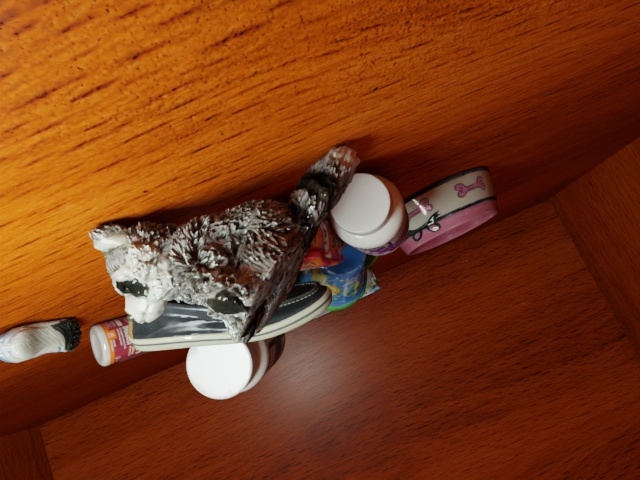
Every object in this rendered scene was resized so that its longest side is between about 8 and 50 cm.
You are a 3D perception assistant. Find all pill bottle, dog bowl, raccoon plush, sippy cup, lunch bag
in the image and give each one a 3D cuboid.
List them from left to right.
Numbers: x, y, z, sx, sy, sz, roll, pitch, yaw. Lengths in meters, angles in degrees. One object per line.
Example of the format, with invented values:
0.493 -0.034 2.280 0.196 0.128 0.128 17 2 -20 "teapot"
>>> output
-0.538 0.274 1.370 0.221 0.121 0.121 -14 164 -41 "pill bottle"
-0.167 -0.029 0.839 0.446 0.299 0.216 -54 166 -29 "raccoon plush"
-0.230 0.311 1.336 0.204 0.204 0.361 -25 175 5 "pill bottle"
-0.094 0.014 1.081 0.258 0.120 0.293 -8 173 14 "lunch bag"
0.046 0.074 1.453 0.305 0.240 0.224 -61 171 -25 "sippy cup"
0.114 -0.058 1.089 0.169 0.169 0.301 -26 167 10 "pill bottle"
0.420 -0.085 1.619 0.408 0.150 0.408 -24 168 -6 "dog bowl"

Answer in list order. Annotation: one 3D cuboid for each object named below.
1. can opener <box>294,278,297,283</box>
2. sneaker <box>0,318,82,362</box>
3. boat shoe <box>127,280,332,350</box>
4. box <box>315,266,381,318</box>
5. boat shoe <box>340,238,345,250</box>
-0.157 0.231 1.790 0.280 0.074 0.093 -49 138 -15 "can opener"
-0.650 0.228 1.094 0.086 0.085 0.237 1 175 10 "sneaker"
-0.222 0.147 1.125 0.500 0.156 0.187 -7 -168 2 "boat shoe"
0.073 0.169 1.910 0.293 0.201 0.057 -24 167 1 "box"
0.000 0.000 1.258 0.060 0.064 0.178 11 179 -35 "boat shoe"
